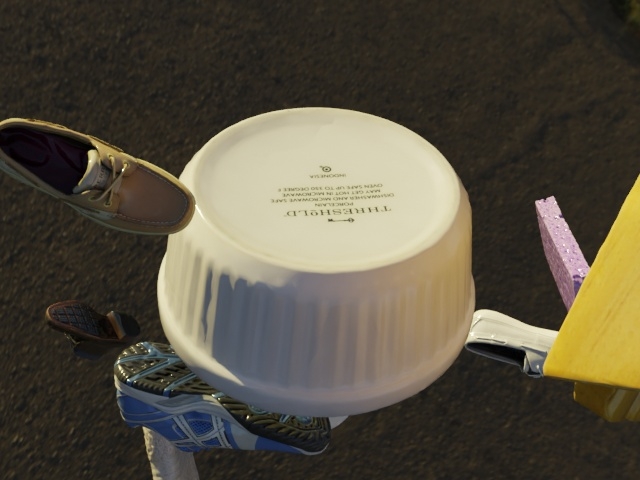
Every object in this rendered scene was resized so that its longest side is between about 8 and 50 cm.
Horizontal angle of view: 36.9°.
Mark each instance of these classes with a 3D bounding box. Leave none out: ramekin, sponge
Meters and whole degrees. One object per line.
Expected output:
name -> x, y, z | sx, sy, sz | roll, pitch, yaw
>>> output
ramekin -> 0.000, 0.000, 0.783 | 0.273, 0.127, 0.272 | 3, 40, -2
sponge -> 0.348, 0.038, 1.349 | 0.031, 0.117, 0.210 | -14, 31, 6

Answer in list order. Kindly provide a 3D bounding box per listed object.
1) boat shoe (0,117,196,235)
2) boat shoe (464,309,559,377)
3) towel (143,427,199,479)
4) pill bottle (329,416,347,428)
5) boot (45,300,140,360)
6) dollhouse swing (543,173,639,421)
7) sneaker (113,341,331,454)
boat shoe -> -0.143, -0.038, 0.597 | 0.135, 0.045, 0.050 | 19, 85, -10
boat shoe -> 0.281, 0.150, 1.273 | 0.184, 0.066, 0.063 | 22, 56, 8
towel -> -0.225, 0.336, 1.481 | 0.049, 0.282, 0.187 | -12, 92, -4
pill bottle -> -0.046, 0.145, 1.236 | 0.208, 0.119, 0.119 | 40, 53, -15
boot -> -0.435, 0.174, 1.738 | 0.219, 0.106, 0.082 | 21, 34, -55
dollhouse swing -> 0.380, 0.031, 0.534 | 0.305, 0.315, 0.347 | 32, 12, 36
sneaker -> -0.093, 0.161, 0.909 | 0.211, 0.081, 0.080 | 17, 36, 4
